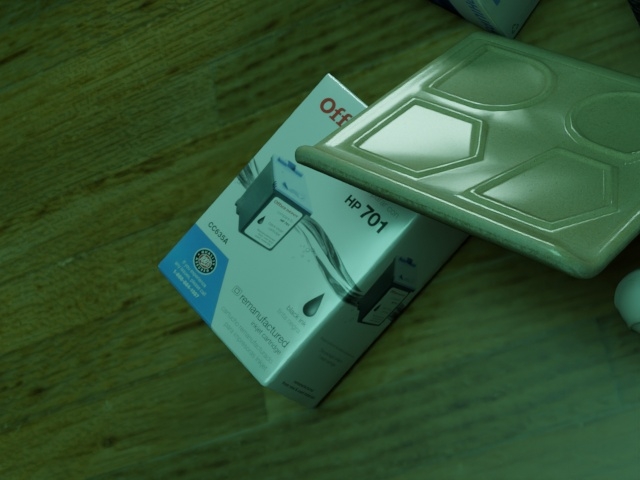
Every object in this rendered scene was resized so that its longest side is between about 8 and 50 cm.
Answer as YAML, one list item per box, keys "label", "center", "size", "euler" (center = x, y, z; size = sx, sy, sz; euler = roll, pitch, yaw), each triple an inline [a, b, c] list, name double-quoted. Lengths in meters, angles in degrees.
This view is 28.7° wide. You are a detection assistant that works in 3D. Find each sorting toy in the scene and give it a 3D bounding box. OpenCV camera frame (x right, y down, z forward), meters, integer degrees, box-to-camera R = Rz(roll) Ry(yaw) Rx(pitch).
- label: "sorting toy"
  center: [0.168, -0.043, 0.774]
  size: [0.307, 0.041, 0.229]
  euler: [25, 42, 33]

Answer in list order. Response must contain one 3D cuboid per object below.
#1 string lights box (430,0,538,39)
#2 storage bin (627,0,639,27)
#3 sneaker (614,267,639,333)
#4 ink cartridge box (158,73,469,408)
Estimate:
- label: "string lights box"
  center: [0.071, -0.271, 0.957]
  size: [0.259, 0.077, 0.133]
  euler: [36, 91, 32]
- label: "storage bin"
  center: [0.283, -0.222, 0.830]
  size: [0.180, 0.084, 0.122]
  euler: [-16, 65, 20]
- label: "sneaker"
  center: [0.286, 0.110, 0.691]
  size: [0.305, 0.114, 0.152]
  euler: [29, 89, 32]
- label: "ink cartridge box"
  center: [0.000, 0.000, 0.895]
  size: [0.191, 0.082, 0.139]
  euler: [-49, 58, 5]
